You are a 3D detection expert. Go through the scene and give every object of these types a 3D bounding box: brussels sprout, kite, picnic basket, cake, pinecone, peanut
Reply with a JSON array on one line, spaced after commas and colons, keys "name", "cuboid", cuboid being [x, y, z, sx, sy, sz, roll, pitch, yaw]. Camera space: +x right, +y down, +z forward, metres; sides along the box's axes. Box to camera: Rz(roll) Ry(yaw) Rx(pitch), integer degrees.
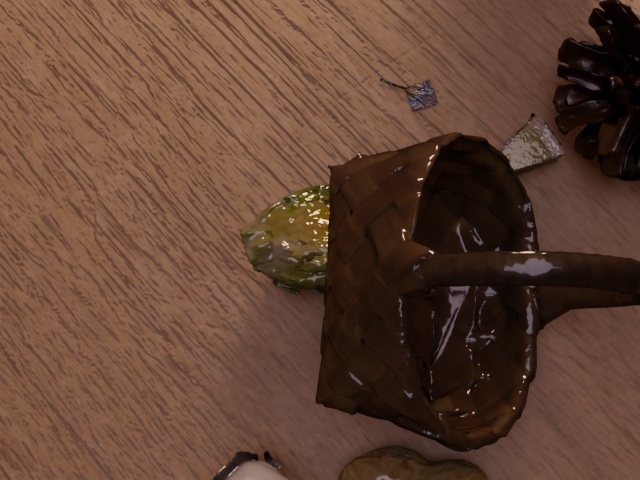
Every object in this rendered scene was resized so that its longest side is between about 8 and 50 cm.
[{"name": "brussels sprout", "cuboid": [-0.001, 0.001, 0.984, 0.180, 0.100, 0.139, -9, 69, 6]}, {"name": "kite", "cuboid": [0.115, -0.190, 1.050, 0.078, 0.002, 0.044, 2, 80, 6]}, {"name": "picnic basket", "cuboid": [0.184, 0.048, 0.829, 0.337, 0.293, 0.337, -10, 74, 41]}, {"name": "cake", "cuboid": [0.238, -0.093, 0.993, 0.121, 0.052, 0.065, -42, 82, -1]}, {"name": "pinecone", "cuboid": [0.378, -0.180, 0.919, 0.201, 0.202, 0.229, 19, 82, -20]}, {"name": "peanut", "cuboid": [0.107, 0.279, 0.930, 0.174, 0.080, 0.080, 3, 80, 4]}]

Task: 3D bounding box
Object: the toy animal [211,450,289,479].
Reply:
[{"name": "toy animal", "cuboid": [-0.008, 0.376, 0.849, 0.310, 0.247, 0.183, 32, 68, 24]}]
